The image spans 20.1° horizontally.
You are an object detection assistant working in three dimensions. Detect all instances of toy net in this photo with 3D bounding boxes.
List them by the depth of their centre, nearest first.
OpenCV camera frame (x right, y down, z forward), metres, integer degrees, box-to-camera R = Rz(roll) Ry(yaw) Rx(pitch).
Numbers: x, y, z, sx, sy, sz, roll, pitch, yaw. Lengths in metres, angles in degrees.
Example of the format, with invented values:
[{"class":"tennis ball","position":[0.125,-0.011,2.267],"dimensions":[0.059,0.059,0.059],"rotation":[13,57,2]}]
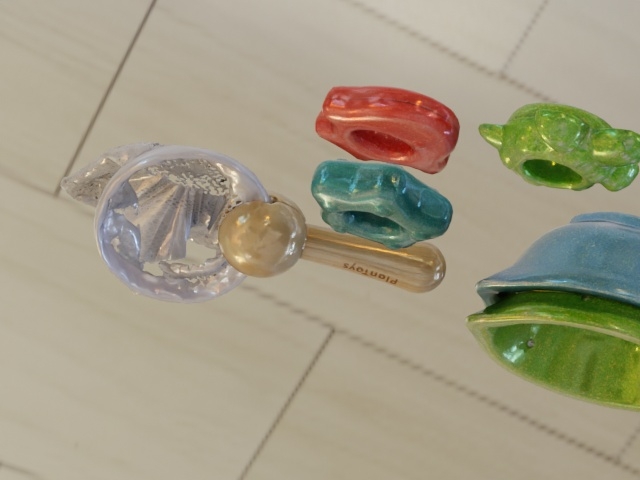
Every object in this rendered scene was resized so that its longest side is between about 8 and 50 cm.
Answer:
[{"class":"toy net","position":[0.000,0.000,0.530],"dimensions":[0.232,0.045,0.122],"rotation":[4,159,34]}]
